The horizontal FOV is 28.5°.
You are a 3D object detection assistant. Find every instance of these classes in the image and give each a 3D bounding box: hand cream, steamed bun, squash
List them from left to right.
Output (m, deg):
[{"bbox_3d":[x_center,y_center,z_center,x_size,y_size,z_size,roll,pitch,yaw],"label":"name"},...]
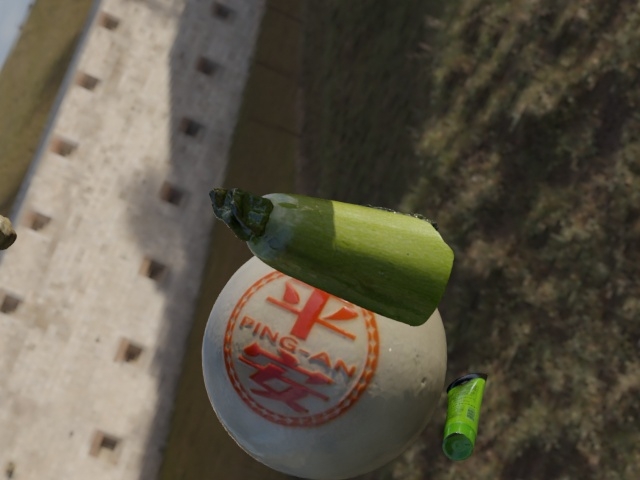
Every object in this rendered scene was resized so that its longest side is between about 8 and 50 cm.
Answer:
[{"bbox_3d":[-0.001,0.103,1.158,0.145,0.232,0.231,50,-118,-76],"label":"steamed bun"},{"bbox_3d":[0.001,-0.001,1.005,0.075,0.200,0.090,-83,20,-49],"label":"squash"},{"bbox_3d":[0.105,0.126,0.928,0.036,0.023,0.122,-26,11,16],"label":"hand cream"}]

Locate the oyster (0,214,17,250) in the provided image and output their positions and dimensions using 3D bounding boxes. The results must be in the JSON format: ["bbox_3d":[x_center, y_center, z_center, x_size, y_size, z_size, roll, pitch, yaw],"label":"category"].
[{"bbox_3d":[-0.394,0.080,1.077,0.351,0.115,0.238,-50,-10,-37],"label":"oyster"}]
